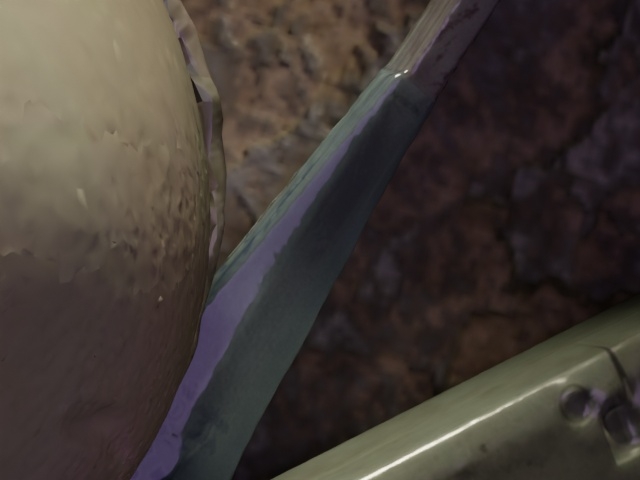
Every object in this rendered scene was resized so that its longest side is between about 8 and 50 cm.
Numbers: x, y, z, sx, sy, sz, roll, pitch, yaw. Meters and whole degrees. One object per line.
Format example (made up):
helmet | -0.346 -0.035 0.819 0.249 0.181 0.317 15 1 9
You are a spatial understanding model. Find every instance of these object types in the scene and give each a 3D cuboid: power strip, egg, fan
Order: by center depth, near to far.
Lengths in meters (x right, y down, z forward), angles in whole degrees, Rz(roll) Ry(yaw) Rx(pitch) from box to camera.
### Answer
egg | -0.153 -0.026 0.387 0.286 0.174 0.264 34 77 -7
power strip | 0.068 0.084 0.510 0.288 0.053 0.093 -24 97 -20
fan | 0.000 0.000 0.514 0.057 0.023 0.282 37 83 -12
